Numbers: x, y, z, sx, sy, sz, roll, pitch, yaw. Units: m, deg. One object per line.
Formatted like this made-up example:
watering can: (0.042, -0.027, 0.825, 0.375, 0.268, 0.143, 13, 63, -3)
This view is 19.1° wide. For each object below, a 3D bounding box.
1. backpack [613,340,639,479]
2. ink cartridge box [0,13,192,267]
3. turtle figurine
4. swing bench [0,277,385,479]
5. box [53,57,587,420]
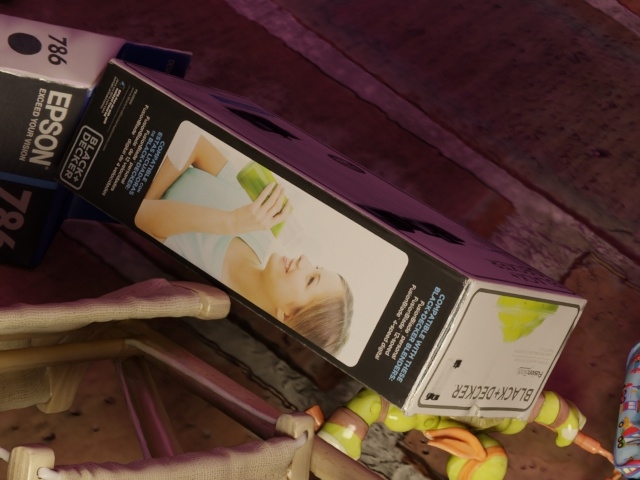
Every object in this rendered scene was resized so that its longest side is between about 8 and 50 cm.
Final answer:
backpack: (0.301, 0.136, 1.293, 0.173, 0.117, 0.158, 34, 44, -21)
ink cartridge box: (-0.258, -0.073, 1.199, 0.332, 0.165, 0.065, 8, 42, -18)
turtle figurine: (0.066, 0.088, 1.249, 0.269, 0.087, 0.217, -1, 46, -29)
swing bench: (-0.139, 0.120, 1.001, 0.253, 0.165, 0.255, -4, 45, -51)
box: (0.000, 0.000, 1.159, 0.290, 0.087, 0.169, 33, 11, 30)
